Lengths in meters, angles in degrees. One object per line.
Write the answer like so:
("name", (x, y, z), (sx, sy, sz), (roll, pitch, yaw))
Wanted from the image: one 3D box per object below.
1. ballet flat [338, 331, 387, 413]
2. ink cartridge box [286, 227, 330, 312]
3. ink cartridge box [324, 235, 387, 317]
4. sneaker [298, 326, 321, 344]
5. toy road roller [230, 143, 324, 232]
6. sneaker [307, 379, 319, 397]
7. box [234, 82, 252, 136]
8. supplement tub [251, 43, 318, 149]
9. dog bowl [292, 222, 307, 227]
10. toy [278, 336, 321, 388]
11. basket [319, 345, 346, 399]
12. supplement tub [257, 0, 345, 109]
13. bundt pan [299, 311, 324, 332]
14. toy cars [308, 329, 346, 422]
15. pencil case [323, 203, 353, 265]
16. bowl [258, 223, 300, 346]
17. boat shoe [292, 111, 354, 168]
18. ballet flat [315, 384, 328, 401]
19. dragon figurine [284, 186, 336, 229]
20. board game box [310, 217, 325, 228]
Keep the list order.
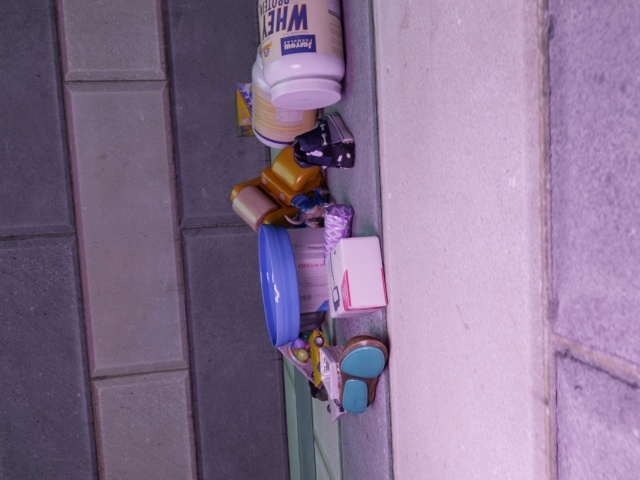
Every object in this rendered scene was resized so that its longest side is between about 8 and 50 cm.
("ballet flat", (0.108, 0.316, 1.416), (0.342, 0.116, 0.124), (91, -171, -46))
("ink cartridge box", (-0.024, 0.096, 1.818), (0.168, 0.171, 0.232), (-107, 17, -51))
("ink cartridge box", (0.084, 0.102, 1.412), (0.237, 0.100, 0.172), (123, 143, -73))
("sneaker", (-0.069, 0.362, 2.309), (0.262, 0.125, 0.104), (-112, 21, -60))
("toy road roller", (-0.133, -0.192, 1.921), (0.202, 0.329, 0.240), (42, 138, 23))
("sneaker", (-0.016, 0.543, 2.202), (0.234, 0.084, 0.097), (97, 166, -47))
("box", (-0.227, -0.565, 2.403), (0.290, 0.279, 0.177), (-178, 84, -79))
("supplement tub", (-0.121, -0.513, 1.930), (0.331, 0.241, 0.241), (98, 164, -50))
("dog bowl", (-0.095, -0.182, 2.306), (0.265, 0.104, 0.265), (176, 90, -80))
("toy", (-0.051, 0.421, 2.039), (0.237, 0.056, 0.137), (48, -153, -2))
("basket", (0.063, 0.387, 1.638), (0.167, 0.103, 0.113), (-146, 52, -78))
("supplement tub", (-0.052, -0.553, 1.547), (0.235, 0.235, 0.325), (165, 100, -80))
("bundt pan", (-0.058, 0.209, 2.196), (0.331, 0.124, 0.331), (176, 90, -79))
("toy cars", (0.040, 0.447, 1.858), (0.393, 0.087, 0.176), (-131, 45, -67))
("pencil case", (0.054, -0.008, 1.611), (0.088, 0.086, 0.206), (40, 139, 43))
("bowl", (-0.133, 0.138, 1.745), (0.391, 0.077, 0.391), (174, 90, -78))
("boat shoe", (-0.012, -0.301, 1.633), (0.340, 0.158, 0.127), (-116, 24, -64))
("ballet flat", (0.033, 0.552, 2.028), (0.084, 0.058, 0.250), (-55, -4, -29))
("dragon figurine", (-0.048, -0.099, 1.804), (0.144, 0.289, 0.085), (19, 122, 37))
("board game box", (0.000, 0.000, 2.006), (0.193, 0.045, 0.147), (-121, 28, -69))
